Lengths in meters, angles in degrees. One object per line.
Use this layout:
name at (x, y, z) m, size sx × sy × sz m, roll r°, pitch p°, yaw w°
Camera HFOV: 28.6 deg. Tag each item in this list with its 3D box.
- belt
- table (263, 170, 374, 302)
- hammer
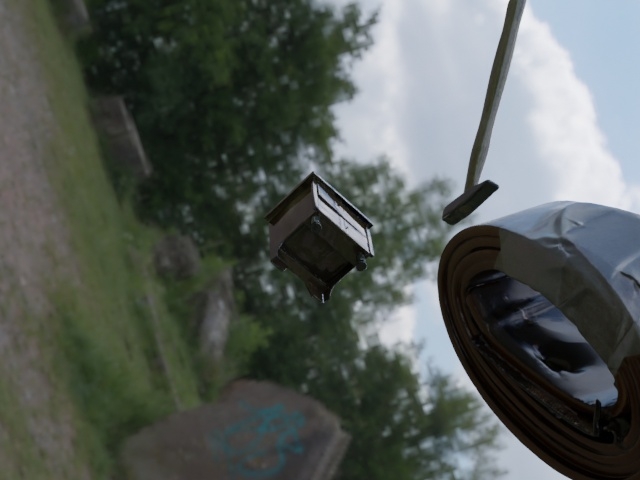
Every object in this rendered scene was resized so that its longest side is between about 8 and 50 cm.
belt at (0.201, 0.071, 0.959) m, size 0.261 × 0.105 × 0.184 m, roll 39°, pitch -46°, yaw 50°
table at (0.000, 0.000, 1.187) m, size 0.083 × 0.070 × 0.082 m, roll 41°, pitch 20°, yaw -22°
hammer at (0.129, -0.105, 0.923) m, size 0.062 × 0.013 × 0.198 m, roll -39°, pitch -151°, yaw 57°
